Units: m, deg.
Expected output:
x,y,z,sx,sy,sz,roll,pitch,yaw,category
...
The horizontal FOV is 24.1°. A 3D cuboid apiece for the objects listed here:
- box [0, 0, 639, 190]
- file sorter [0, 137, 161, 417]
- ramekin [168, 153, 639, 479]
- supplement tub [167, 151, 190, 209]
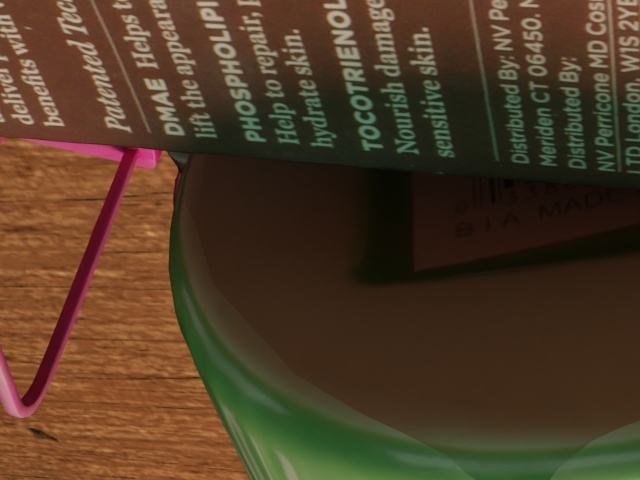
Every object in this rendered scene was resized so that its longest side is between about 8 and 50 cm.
x,y,z,sx,sy,sz,roll,pitch,yaw,category
-0.051,-0.135,0.425,0.381,0.191,0.143,7,146,17,box
-0.235,-0.065,0.627,0.290,0.182,0.202,13,148,7,file sorter
0.100,0.008,0.480,0.303,0.303,0.148,-1,136,27,ramekin
0.000,0.000,0.684,0.106,0.106,0.198,-2,143,27,supplement tub
